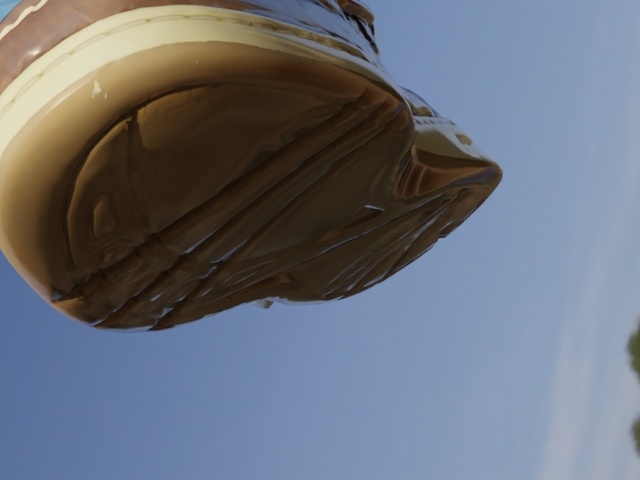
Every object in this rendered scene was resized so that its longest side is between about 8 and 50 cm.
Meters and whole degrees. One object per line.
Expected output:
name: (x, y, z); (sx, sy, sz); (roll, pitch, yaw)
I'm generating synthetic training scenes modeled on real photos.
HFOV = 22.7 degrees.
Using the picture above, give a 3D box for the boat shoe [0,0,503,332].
boat shoe: (-0.032, -0.052, 0.557); (0.123, 0.123, 0.342); (-37, -13, 16)

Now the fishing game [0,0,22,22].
fishing game: (-0.155, -0.120, 0.784); (0.264, 0.189, 0.041); (38, -136, -38)

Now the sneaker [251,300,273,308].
sneaker: (0.000, 0.000, 1.096); (0.135, 0.058, 0.052); (-54, 1, 20)
